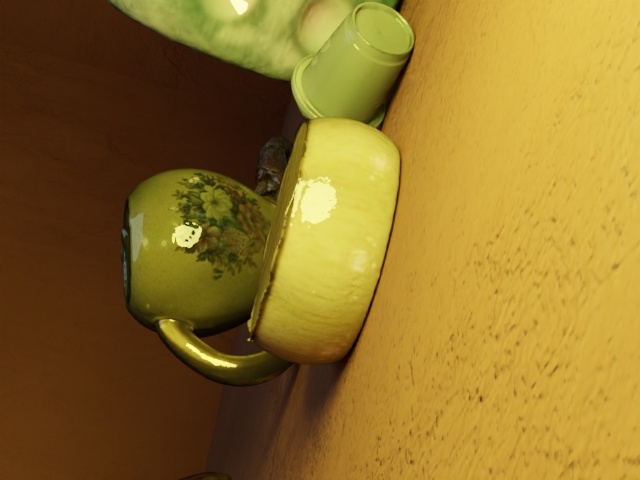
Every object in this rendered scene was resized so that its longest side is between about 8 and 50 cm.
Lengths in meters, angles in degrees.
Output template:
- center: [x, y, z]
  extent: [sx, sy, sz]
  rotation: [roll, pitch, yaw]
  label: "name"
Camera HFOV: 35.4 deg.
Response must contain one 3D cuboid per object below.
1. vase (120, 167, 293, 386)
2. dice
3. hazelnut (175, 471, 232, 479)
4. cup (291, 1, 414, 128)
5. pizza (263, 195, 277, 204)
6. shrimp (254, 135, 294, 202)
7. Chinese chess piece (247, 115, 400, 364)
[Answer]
- center: [-0.121, 0.055, 1.413]
  extent: [0.241, 0.303, 0.329]
  rotation: [113, 152, -54]
  label: "vase"
- center: [-0.084, -0.420, 1.315]
  extent: [0.330, 0.328, 0.348]
  rotation: [47, 117, 52]
  label: "dice"
- center: [-0.211, 0.477, 1.626]
  extent: [0.212, 0.181, 0.181]
  rotation: [132, 124, -80]
  label: "hazelnut"
- center: [0.042, -0.194, 1.142]
  extent: [0.141, 0.120, 0.120]
  rotation: [-47, 26, 51]
  label: "cup"
- center: [-0.086, 0.042, 1.717]
  extent: [0.134, 0.056, 0.271]
  rotation: [53, -154, -65]
  label: "pizza"
- center: [-0.098, -0.076, 2.105]
  extent: [0.145, 0.117, 0.343]
  rotation: [71, -158, -54]
  label: "shrimp"
- center: [0.000, 0.000, 1.035]
  extent: [0.257, 0.104, 0.257]
  rotation: [-165, 90, -85]
  label: "Chinese chess piece"
